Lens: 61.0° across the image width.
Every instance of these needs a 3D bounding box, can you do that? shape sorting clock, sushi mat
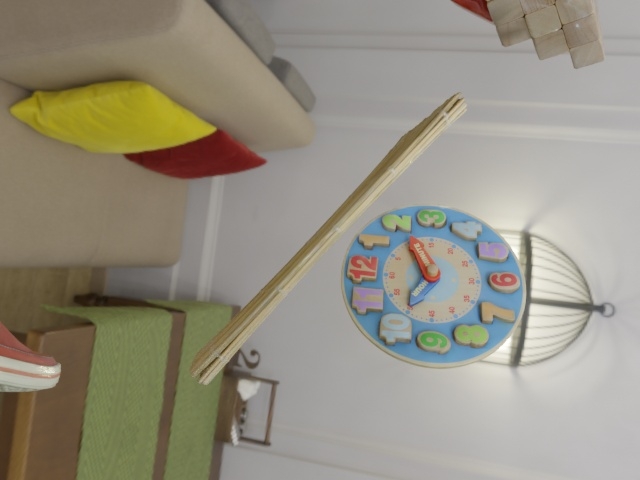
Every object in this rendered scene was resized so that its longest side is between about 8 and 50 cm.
[{"bbox_3d":[0.125,0.042,0.610,0.040,0.206,0.206,79,22,-57],"label":"shape sorting clock"},{"bbox_3d":[0.000,0.000,0.494,0.316,0.019,0.151,-47,-175,-9],"label":"sushi mat"}]

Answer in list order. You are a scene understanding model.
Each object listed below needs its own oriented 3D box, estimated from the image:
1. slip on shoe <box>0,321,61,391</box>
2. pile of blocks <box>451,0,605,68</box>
[{"bbox_3d":[-0.332,0.057,0.451,0.331,0.122,0.102,63,29,-56],"label":"slip on shoe"},{"bbox_3d":[0.141,-0.300,0.443,0.149,0.112,0.363,18,67,-54],"label":"pile of blocks"}]
